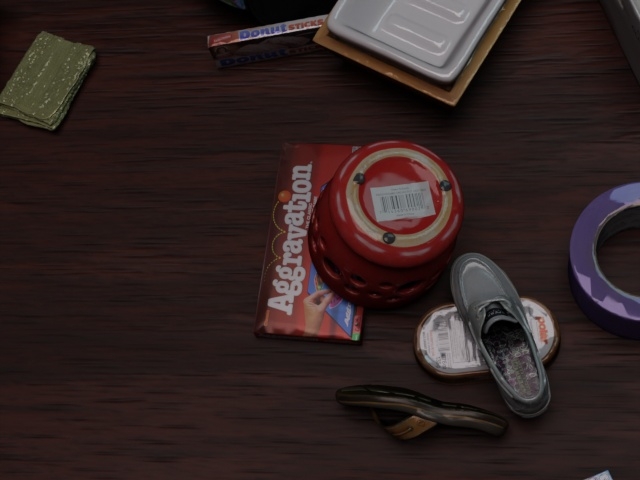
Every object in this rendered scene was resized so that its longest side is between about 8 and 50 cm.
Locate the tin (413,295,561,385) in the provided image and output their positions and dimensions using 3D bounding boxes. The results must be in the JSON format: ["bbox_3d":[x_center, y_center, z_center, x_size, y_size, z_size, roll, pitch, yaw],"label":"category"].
[{"bbox_3d":[0.212,0.128,1.630,0.190,0.040,0.106,-7,71,6],"label":"tin"}]

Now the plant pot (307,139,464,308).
[{"bbox_3d":[0.086,-0.028,1.618,0.191,0.174,0.191,3,67,-6],"label":"plant pot"}]

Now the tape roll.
[{"bbox_3d":[0.410,0.026,1.615,0.189,0.080,0.189,-4,68,9],"label":"tape roll"}]

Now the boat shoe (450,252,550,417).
[{"bbox_3d":[0.225,0.107,1.572,0.079,0.081,0.227,-22,67,-1],"label":"boat shoe"}]

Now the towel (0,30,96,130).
[{"bbox_3d":[-0.404,-0.235,1.881,0.110,0.027,0.148,20,74,17],"label":"towel"}]

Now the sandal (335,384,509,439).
[{"bbox_3d":[0.123,0.223,1.591,0.219,0.090,0.060,12,92,6],"label":"sandal"}]

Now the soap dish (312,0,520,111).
[{"bbox_3d":[0.161,-0.335,1.781,0.229,0.118,0.291,27,75,18],"label":"soap dish"}]

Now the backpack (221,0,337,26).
[{"bbox_3d":[-0.126,-0.501,1.810,0.273,0.290,0.355,-13,59,-15],"label":"backpack"}]

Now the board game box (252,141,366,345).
[{"bbox_3d":[0.000,0.000,1.720,0.145,0.027,0.281,3,68,11],"label":"board game box"}]

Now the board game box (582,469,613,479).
[{"bbox_3d":[0.296,0.353,1.528,0.154,0.026,0.103,-23,67,-1],"label":"board game box"}]

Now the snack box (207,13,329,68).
[{"bbox_3d":[-0.069,-0.285,1.826,0.178,0.064,0.022,-9,67,5],"label":"snack box"}]

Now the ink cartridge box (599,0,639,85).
[{"bbox_3d":[0.568,-0.395,1.716,0.385,0.160,0.279,-19,66,1],"label":"ink cartridge box"}]
